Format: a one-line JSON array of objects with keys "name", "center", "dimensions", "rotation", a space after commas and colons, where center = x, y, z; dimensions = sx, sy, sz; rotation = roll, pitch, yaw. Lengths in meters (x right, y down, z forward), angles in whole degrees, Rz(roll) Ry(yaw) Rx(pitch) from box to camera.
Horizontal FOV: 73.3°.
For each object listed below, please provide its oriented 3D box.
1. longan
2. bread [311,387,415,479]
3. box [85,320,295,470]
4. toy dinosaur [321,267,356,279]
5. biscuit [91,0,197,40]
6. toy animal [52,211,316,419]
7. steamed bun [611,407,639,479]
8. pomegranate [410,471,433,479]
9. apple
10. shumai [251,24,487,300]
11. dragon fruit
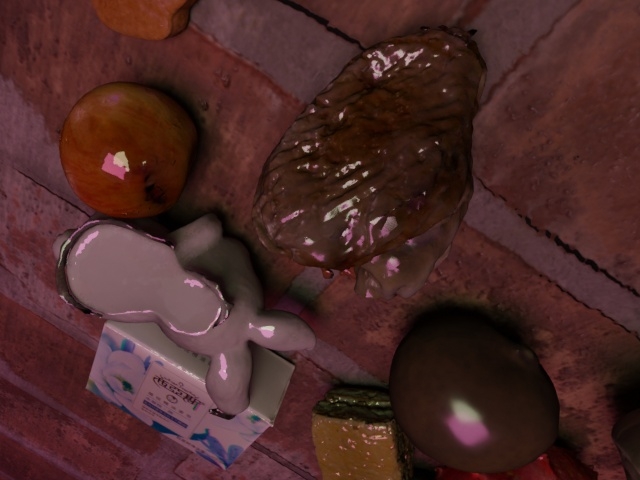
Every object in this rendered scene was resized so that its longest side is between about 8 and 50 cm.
[{"name": "longan", "center": [0.172, 0.177, 0.501], "dimensions": [0.189, 0.189, 0.189], "rotation": [9, 125, 13]}, {"name": "bread", "center": [0.071, 0.312, 0.662], "dimensions": [0.138, 0.102, 0.196], "rotation": [-5, 118, 19]}, {"name": "box", "center": [-0.210, 0.220, 0.688], "dimensions": [0.274, 0.116, 0.203], "rotation": [33, 126, -4]}, {"name": "toy dinosaur", "center": [0.000, 0.000, 0.507], "dimensions": [0.154, 0.055, 0.049], "rotation": [41, 129, -20]}, {"name": "biscuit", "center": [-0.160, -0.341, 0.343], "dimensions": [0.202, 0.047, 0.334], "rotation": [17, 127, 7]}, {"name": "toy animal", "center": [-0.173, 0.073, 0.546], "dimensions": [0.208, 0.154, 0.325], "rotation": [-42, 89, 6]}, {"name": "steamed bun", "center": [0.457, 0.281, 0.434], "dimensions": [0.247, 0.236, 0.383], "rotation": [-29, 116, 21]}, {"name": "pomegranate", "center": [0.171, 0.445, 0.706], "dimensions": [0.130, 0.130, 0.130], "rotation": [9, 125, 13]}, {"name": "apple", "center": [-0.198, -0.092, 0.464], "dimensions": [0.146, 0.146, 0.146], "rotation": [9, 125, 13]}, {"name": "shumai", "center": [0.053, -0.058, 0.421], "dimensions": [0.184, 0.218, 0.185], "rotation": [17, 170, 21]}, {"name": "dragon fruit", "center": [0.272, 0.354, 0.567], "dimensions": [0.268, 0.205, 0.210], "rotation": [0, 111, -23]}]
